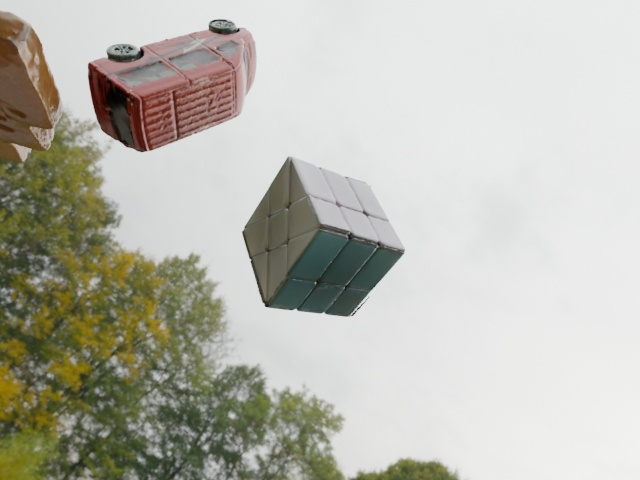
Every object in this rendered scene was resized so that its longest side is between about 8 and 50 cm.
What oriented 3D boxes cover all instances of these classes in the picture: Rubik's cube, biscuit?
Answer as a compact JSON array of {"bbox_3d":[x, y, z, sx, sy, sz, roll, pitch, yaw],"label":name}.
[{"bbox_3d":[0.000,0.000,1.071,0.231,0.224,0.222,-54,-139,30],"label":"Rubik's cube"},{"bbox_3d":[-0.331,-0.149,0.427,0.306,0.043,0.284,7,-25,35],"label":"biscuit"}]

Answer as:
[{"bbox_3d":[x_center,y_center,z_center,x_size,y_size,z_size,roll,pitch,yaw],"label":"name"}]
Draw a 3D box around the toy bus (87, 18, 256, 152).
[{"bbox_3d":[-0.132,-0.164,0.536,0.089,0.195,0.081,33,-43,27],"label":"toy bus"}]
